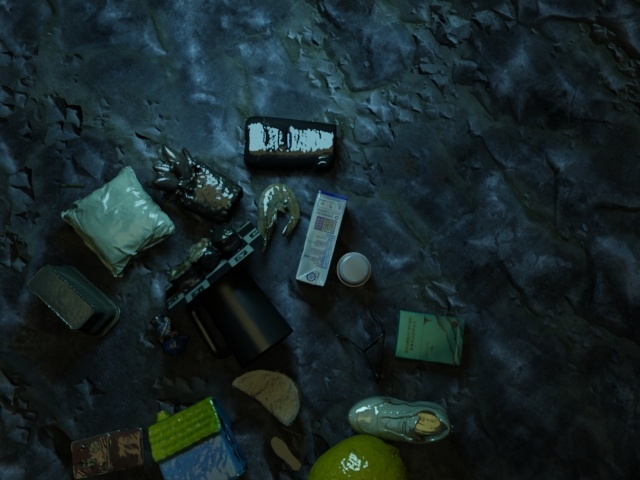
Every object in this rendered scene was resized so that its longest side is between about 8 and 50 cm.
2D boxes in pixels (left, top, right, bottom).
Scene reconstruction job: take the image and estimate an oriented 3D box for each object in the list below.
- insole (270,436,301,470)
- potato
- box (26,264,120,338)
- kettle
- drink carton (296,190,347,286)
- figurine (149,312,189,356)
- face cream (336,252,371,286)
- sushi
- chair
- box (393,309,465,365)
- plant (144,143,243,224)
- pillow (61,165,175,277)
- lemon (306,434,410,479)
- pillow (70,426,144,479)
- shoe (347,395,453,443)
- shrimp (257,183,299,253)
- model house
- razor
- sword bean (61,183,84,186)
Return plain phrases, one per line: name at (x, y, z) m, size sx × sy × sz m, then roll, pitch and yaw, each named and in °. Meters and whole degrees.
insole at (-0.116, 0.710, 1.873) m, size 0.045 × 0.002 × 0.135 m, roll -44°, pitch 86°, yaw -6°
potato at (-0.159, 0.492, 1.855) m, size 0.243 × 0.098 × 0.138 m, roll 35°, pitch 79°, yaw 9°
box at (-0.805, 0.198, 1.830) m, size 0.274 × 0.178 × 0.138 m, roll 40°, pitch 83°, yaw 4°
kettle at (-0.271, 0.249, 1.861) m, size 0.203 × 0.262 × 0.308 m, roll -30°, pitch 79°, yaw -41°
drink carton at (0.000, 0.000, 1.911) m, size 0.106 × 0.130 × 0.315 m, roll 15°, pitch 83°, yaw 1°
figurine at (-0.507, 0.313, 1.879) m, size 0.149 × 0.087 × 0.086 m, roll 48°, pitch 121°, yaw 5°
face cream at (0.112, 0.101, 1.913) m, size 0.117 × 0.104 × 0.117 m, roll 0°, pitch 83°, yaw -3°
sushi at (-0.378, 0.041, 1.803) m, size 0.373 × 0.296 × 0.100 m, roll -39°, pitch 113°, yaw -5°
chair at (0.170, 0.351, 1.854) m, size 0.149 × 0.174 × 0.213 m, roll -36°, pitch 74°, yaw -2°
box at (0.372, 0.333, 1.922) m, size 0.226 × 0.042 × 0.161 m, roll 8°, pitch 83°, yaw -1°
plant at (-0.424, -0.193, 1.900) m, size 0.320 × 0.181 × 0.194 m, roll 29°, pitch 82°, yaw -3°
pillow at (-0.668, -0.066, 1.890) m, size 0.283 × 0.138 × 0.310 m, roll -42°, pitch 83°, yaw -7°
lemon at (0.113, 0.765, 1.722) m, size 0.335 × 0.336 × 0.337 m, roll 0°, pitch 82°, yaw -2°
pillow at (-0.691, 0.691, 1.835) m, size 0.232 × 0.043 × 0.126 m, roll -11°, pitch 82°, yaw -4°
shoe at (0.260, 0.577, 1.800) m, size 0.341 × 0.210 × 0.132 m, roll 3°, pitch 82°, yaw -1°
shrimp at (-0.145, -0.073, 1.954) m, size 0.145 × 0.059 × 0.255 m, roll 3°, pitch 77°, yaw -12°
model house at (-0.394, 0.653, 1.772) m, size 0.237 × 0.215 × 0.304 m, roll -26°, pitch 80°, yaw -4°
razor at (-0.104, -0.334, 1.962) m, size 0.326 × 0.107 × 0.189 m, roll 4°, pitch 82°, yaw -3°
sword bean at (-0.863, -0.192, 1.964) m, size 0.083 × 0.012 × 0.012 m, roll 1°, pitch 82°, yaw -1°
